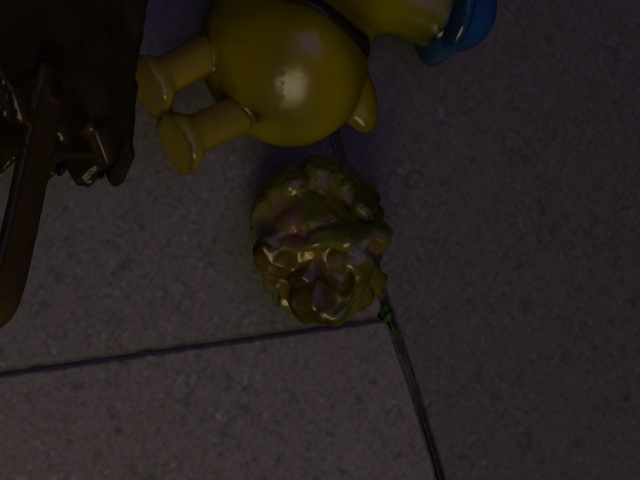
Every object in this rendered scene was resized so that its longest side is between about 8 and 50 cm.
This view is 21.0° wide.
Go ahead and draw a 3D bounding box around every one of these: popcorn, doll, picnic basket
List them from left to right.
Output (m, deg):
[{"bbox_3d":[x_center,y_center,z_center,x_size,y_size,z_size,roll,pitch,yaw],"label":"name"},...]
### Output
[{"bbox_3d":[-0.292,-0.099,1.270,0.291,0.254,0.321,22,77,-55],"label":"picnic basket"},{"bbox_3d":[0.000,0.000,1.500,0.125,0.126,0.145,8,103,2],"label":"popcorn"},{"bbox_3d":[0.005,-0.187,1.489,0.363,0.145,0.199,-30,95,-28],"label":"doll"}]
